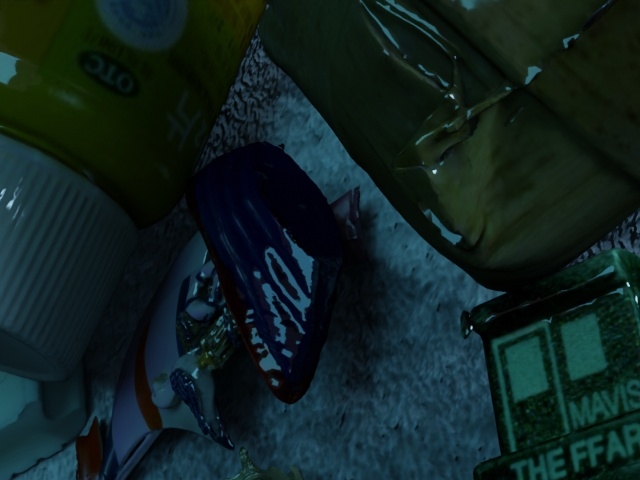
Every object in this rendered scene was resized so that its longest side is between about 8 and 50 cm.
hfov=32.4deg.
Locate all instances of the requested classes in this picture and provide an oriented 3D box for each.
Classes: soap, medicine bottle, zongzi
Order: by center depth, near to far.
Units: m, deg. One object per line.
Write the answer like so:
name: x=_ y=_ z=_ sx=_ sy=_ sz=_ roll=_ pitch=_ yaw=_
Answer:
zongzi: x=0.135 y=-0.289 z=0.535 sx=0.500 sy=0.218 sz=0.467 roll=-38 pitch=75 yaw=16
medicine bottle: x=-0.193 y=-0.106 z=0.826 sx=0.224 sy=0.224 sz=0.384 roll=2 pitch=62 yaw=41
soap: x=-0.258 y=0.087 z=0.916 sx=0.119 sy=0.066 sz=0.198 roll=-32 pitch=50 yaw=26

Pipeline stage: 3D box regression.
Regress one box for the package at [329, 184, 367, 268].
package: x=0.000 y=0.000 z=0.766 sx=0.083 sy=0.029 sz=0.059 roll=-23 pitch=60 yaw=37

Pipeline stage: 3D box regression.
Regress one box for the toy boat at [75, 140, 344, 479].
toy boat: x=-0.089 y=0.054 z=0.783 sx=0.318 sy=0.072 sz=0.219 roll=-36 pitch=48 yaw=45

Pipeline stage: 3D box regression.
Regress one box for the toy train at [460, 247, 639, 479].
toy train: x=0.205 y=0.067 z=0.476 sx=0.330 sy=0.138 sz=0.178 roll=-27 pitch=50 yaw=30

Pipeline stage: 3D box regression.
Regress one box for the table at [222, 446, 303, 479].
table: x=-0.043 y=0.186 z=0.679 sx=0.079 sy=0.062 sz=0.083 roll=-42 pitch=46 yaw=15
